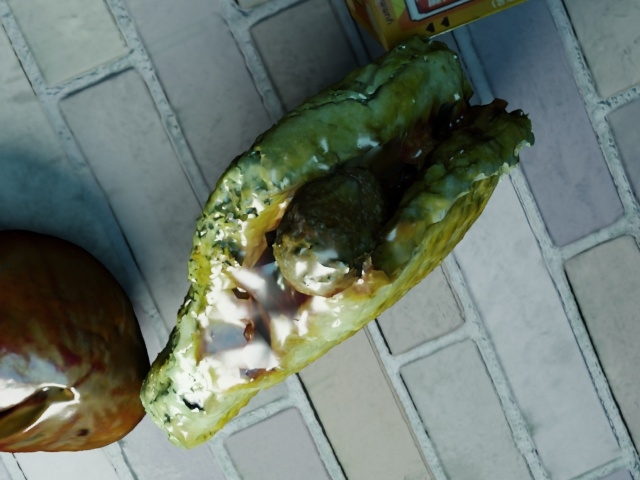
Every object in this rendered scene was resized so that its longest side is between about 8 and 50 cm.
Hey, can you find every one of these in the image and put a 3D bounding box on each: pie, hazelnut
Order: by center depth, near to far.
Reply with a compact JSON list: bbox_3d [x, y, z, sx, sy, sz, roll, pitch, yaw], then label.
[{"bbox_3d":[-0.002,0.006,1.725,0.180,0.395,0.418,47,141,7],"label":"pie"},{"bbox_3d":[-0.268,0.108,1.805,0.217,0.217,0.251,-44,129,6],"label":"hazelnut"}]

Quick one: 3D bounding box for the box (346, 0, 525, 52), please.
[{"bbox_3d":[0.134,-0.351,1.727,0.283,0.214,0.260,-21,108,-1],"label":"box"}]
